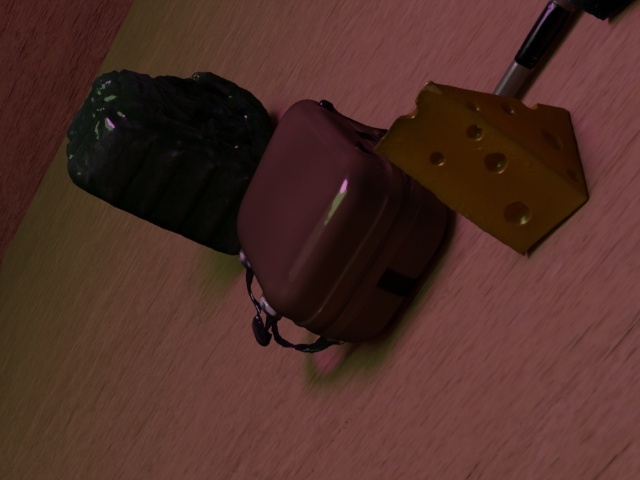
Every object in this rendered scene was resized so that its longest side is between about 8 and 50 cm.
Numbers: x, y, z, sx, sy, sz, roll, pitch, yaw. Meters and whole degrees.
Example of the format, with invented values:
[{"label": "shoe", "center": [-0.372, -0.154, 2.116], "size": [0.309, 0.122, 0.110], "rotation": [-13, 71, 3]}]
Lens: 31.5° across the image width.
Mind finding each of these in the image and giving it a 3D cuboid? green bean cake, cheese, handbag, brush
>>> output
[{"label": "green bean cake", "center": [-0.218, -0.151, 1.725], "size": [0.169, 0.308, 0.300], "rotation": [-55, 27, 24]}, {"label": "cheese", "center": [0.142, -0.084, 1.035], "size": [0.093, 0.171, 0.126], "rotation": [-49, 30, 39]}, {"label": "handbag", "center": [0.000, 0.000, 1.314], "size": [0.283, 0.149, 0.302], "rotation": [-60, 26, 12]}, {"label": "brush", "center": [0.200, -0.170, 1.160], "size": [0.299, 0.039, 0.042], "rotation": [-59, 25, 23]}]

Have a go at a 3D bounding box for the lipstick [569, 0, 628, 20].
[{"label": "lipstick", "center": [0.335, -0.301, 0.966], "size": [0.312, 0.051, 0.051], "rotation": [-38, 37, 46]}]
